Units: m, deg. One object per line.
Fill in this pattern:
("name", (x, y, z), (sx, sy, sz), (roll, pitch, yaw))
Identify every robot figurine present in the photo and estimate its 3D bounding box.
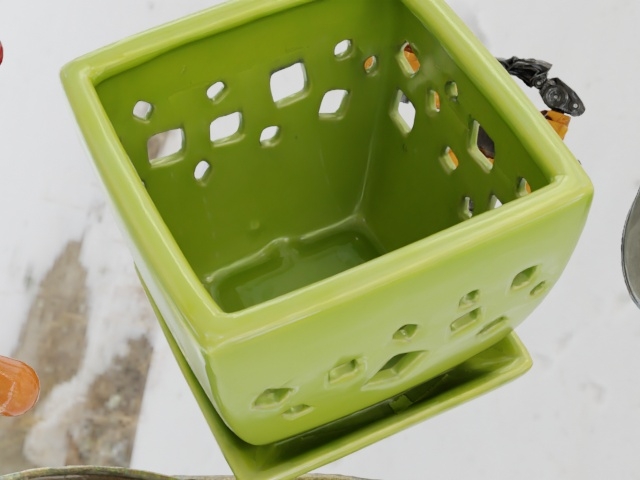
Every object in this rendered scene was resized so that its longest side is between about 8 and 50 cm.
("robot figurine", (0.164, -0.130, 1.529), (0.085, 0.291, 0.211), (-45, -26, -80))

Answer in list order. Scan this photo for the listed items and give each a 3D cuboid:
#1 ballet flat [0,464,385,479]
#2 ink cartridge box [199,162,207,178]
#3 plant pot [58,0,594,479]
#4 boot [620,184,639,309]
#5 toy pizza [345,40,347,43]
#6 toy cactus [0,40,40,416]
("ballet flat", (-0.079, 0.197, 0.818), (0.123, 0.348, 0.123), (-176, 90, -67))
("ink cartridge box", (-0.027, -0.040, 1.790), (0.270, 0.395, 0.151), (-95, -1, -72))
("plant pot", (0.000, 0.000, 0.769), (0.227, 0.228, 0.207), (57, 162, 36))
("boot", (0.360, -0.042, 1.306), (0.161, 0.083, 0.247), (26, -109, -85))
("toy pizza", (0.006, -0.239, 0.915), (0.201, 0.032, 0.201), (177, 90, -90))
("toy cactus", (-0.189, 0.024, 0.510), (0.180, 0.112, 0.219), (-33, 41, 33))
